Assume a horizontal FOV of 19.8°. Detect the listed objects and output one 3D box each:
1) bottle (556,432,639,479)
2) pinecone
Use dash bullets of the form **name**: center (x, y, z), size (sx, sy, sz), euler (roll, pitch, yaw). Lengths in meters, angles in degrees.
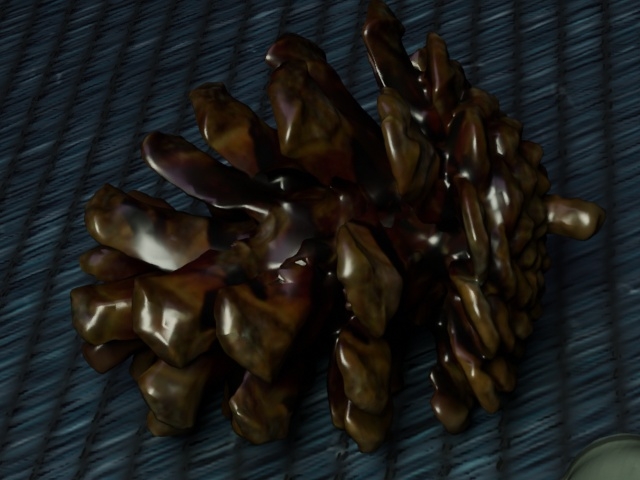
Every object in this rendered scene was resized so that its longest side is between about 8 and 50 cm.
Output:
- **bottle**: center (0.157, 0.197, 0.841), size (0.096, 0.079, 0.253), euler (-17, 38, 7)
- **pinecone**: center (0.000, 0.000, 1.024), size (0.309, 0.244, 0.244), euler (-18, 37, 13)
